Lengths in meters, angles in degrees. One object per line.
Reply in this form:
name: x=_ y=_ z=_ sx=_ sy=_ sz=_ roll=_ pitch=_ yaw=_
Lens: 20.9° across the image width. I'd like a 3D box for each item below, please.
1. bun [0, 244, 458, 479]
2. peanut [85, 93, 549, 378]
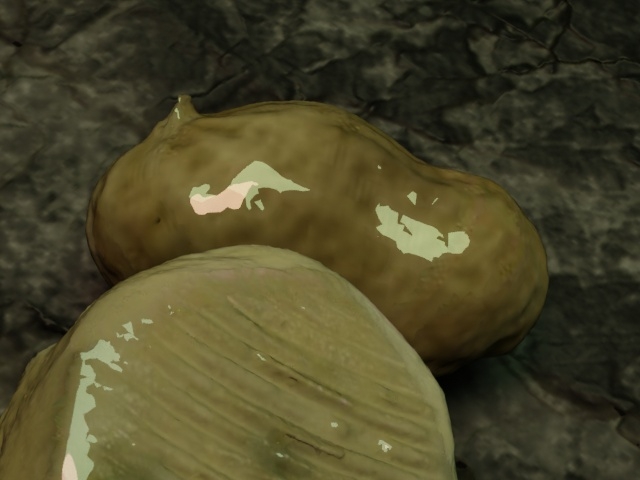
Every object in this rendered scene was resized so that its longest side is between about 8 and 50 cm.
bun: x=-0.044 y=0.118 z=0.729 sx=0.210 sy=0.116 sz=0.237 roll=17 pitch=61 yaw=-27
peanut: x=0.000 y=0.000 z=0.845 sx=0.224 sy=0.129 sz=0.129 roll=18 pitch=49 yaw=-9
